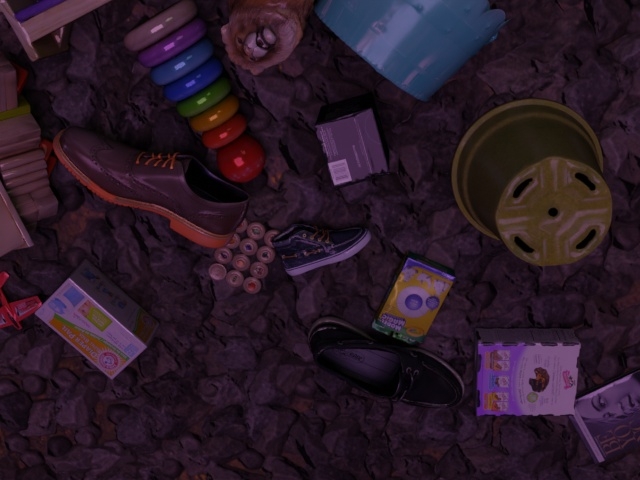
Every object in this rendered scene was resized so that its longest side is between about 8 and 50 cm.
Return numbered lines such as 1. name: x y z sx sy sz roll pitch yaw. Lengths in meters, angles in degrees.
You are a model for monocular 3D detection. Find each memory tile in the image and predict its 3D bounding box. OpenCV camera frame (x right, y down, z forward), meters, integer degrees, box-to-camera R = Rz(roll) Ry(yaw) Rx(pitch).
1. memory tile: -0.147 0.028 1.550 0.113 0.012 0.148 24 110 -5

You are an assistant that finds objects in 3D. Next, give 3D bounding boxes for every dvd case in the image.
1. dvd case: 0.628 0.350 1.616 0.221 0.018 0.165 -28 106 13

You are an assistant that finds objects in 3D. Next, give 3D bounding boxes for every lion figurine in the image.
1. lion figurine: -0.114 -0.466 1.186 0.240 0.142 0.392 -25 95 32

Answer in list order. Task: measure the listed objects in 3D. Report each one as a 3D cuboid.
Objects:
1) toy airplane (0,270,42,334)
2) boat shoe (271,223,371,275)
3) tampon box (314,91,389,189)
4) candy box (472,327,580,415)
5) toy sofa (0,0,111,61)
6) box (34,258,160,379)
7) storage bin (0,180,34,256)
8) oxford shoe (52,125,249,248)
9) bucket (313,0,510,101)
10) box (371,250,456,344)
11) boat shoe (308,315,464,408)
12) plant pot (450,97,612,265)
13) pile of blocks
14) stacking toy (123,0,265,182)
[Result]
1. toy airplane: -0.642 0.128 1.611 0.151 0.028 0.151 1 110 2
2. boat shoe: 0.000 0.000 1.497 0.183 0.065 0.083 -23 117 14
3. tampon box: 0.058 -0.176 1.381 0.101 0.161 0.121 -15 108 9
4. candy box: 0.405 0.260 1.570 0.196 0.070 0.165 0 110 5
5. toy sofa: -0.356 -0.456 1.310 0.362 0.150 0.177 -23 108 12
6. box: -0.437 0.156 1.568 0.203 0.103 0.114 44 107 -12
7. storage bin: -0.700 -0.068 1.446 0.260 0.123 0.262 -7 114 38
8. oxford shoe: -0.296 -0.125 1.428 0.363 0.130 0.133 26 131 -16
9. bucket: 0.136 -0.366 1.253 0.281 0.281 0.183 37 110 -10
10. box: 0.178 0.120 1.548 0.105 0.043 0.179 22 112 -4
11. boat shoe: 0.131 0.262 1.565 0.340 0.113 0.127 29 110 -7
12. plant pot: 0.373 -0.082 1.346 0.275 0.254 0.276 1 111 3
13. pile of blocks: -0.561 -0.188 1.463 0.112 0.149 0.362 -24 126 -33
14. stacking toy: -0.199 -0.247 1.394 0.141 0.141 0.330 -26 111 13
